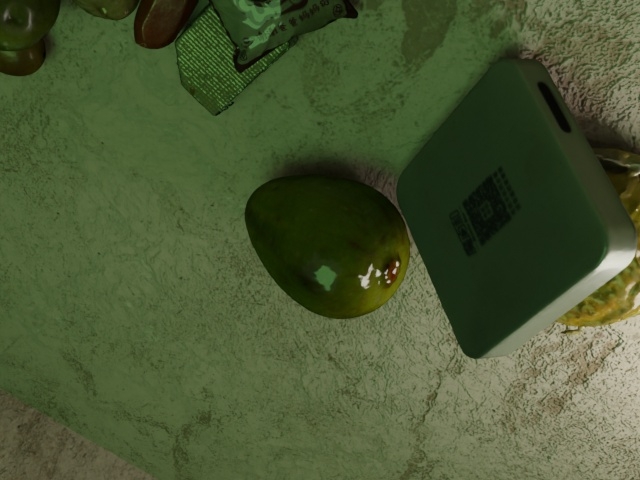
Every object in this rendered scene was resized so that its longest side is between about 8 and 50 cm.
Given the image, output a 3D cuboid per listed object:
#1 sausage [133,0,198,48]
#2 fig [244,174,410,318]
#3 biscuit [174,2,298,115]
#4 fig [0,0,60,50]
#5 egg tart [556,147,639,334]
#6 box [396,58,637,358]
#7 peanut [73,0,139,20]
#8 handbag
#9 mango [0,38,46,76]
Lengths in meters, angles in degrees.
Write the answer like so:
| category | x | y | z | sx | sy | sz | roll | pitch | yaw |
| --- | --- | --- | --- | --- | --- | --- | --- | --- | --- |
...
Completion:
| category | x | y | z | sx | sy | sz | roll | pitch | yaw |
| --- | --- | --- | --- | --- | --- | --- | --- | --- | --- |
| sausage | -0.260 | -0.395 | 1.456 | 0.089 | 0.089 | 0.179 | 34 | 129 | -6 |
| fig | 0.000 | 0.000 | 1.592 | 0.326 | 0.258 | 0.258 | 27 | 140 | 22 |
| biscuit | -0.161 | -0.332 | 1.489 | 0.150 | 0.052 | 0.252 | 44 | 135 | -12 |
| fig | -0.542 | -0.482 | 1.449 | 0.233 | 0.233 | 0.313 | 18 | 99 | 12 |
| egg tart | 0.438 | 0.018 | 1.442 | 0.388 | 0.169 | 0.387 | 14 | 133 | 16 |
| box | 0.286 | -0.042 | 1.353 | 0.091 | 0.367 | 0.373 | -3 | 150 | -30 |
| peanut | -0.373 | -0.442 | 1.447 | 0.159 | 0.109 | 0.140 | 47 | 167 | -6 |
| handbag | -0.086 | -0.400 | 1.317 | 0.213 | 0.127 | 0.235 | -23 | 117 | 13 |
| mango | -0.627 | -0.400 | 1.643 | 0.228 | 0.099 | 0.136 | 35 | 145 | 5 |
